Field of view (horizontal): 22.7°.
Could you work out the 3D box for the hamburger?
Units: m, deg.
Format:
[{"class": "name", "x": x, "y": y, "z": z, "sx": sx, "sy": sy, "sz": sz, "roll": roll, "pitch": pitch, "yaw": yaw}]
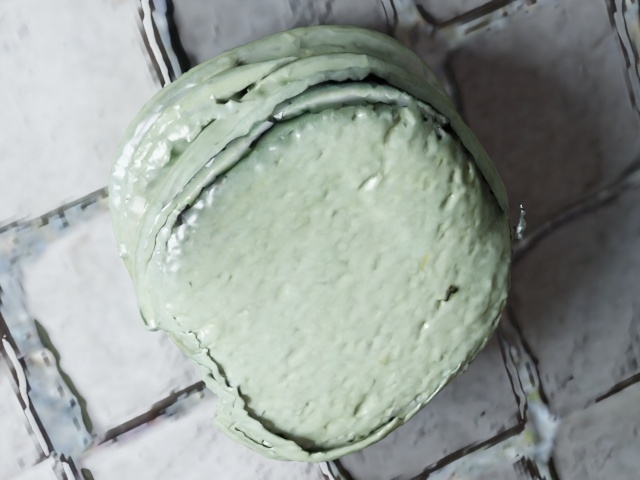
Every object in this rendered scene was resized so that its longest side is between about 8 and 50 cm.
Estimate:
[{"class": "hamburger", "x": 0.000, "y": 0.000, "z": 0.540, "sx": 0.133, "sy": 0.062, "sz": 0.140, "roll": -25, "pitch": 119, "yaw": -9}]
